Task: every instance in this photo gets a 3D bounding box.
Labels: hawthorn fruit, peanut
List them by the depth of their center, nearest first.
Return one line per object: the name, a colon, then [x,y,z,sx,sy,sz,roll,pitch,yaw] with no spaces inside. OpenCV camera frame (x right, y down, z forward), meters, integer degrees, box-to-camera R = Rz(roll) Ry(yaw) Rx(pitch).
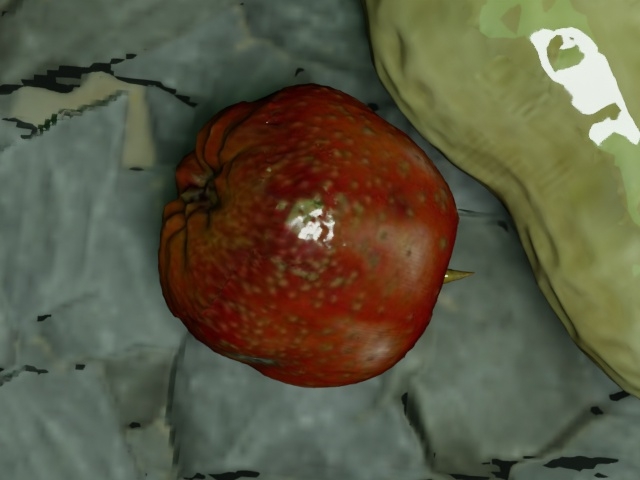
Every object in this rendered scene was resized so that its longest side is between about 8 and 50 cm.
peanut: [0.095,-0.026,0.497,0.104,0.085,0.228,-33,85,-16]
hawthorn fruit: [0.000,0.000,0.500,0.093,0.093,0.093,0,83,1]
